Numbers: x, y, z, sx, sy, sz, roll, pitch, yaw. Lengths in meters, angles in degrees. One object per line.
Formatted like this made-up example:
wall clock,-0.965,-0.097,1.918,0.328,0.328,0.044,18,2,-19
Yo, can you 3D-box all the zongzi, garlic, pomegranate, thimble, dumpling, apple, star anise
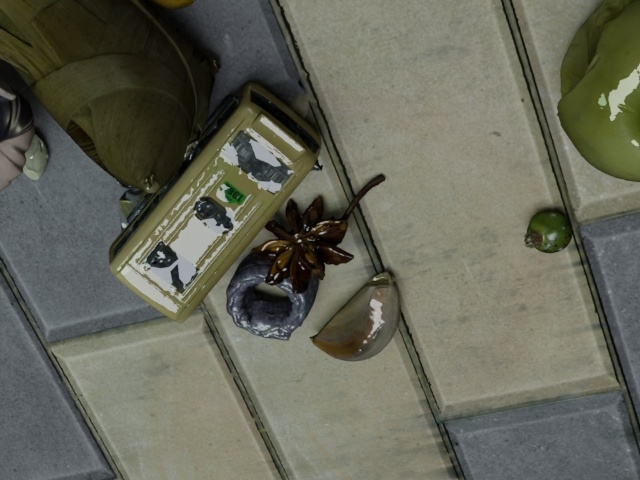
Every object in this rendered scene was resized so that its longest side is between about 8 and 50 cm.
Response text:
zongzi,-0.370,-0.284,1.605,0.500,0.467,0.218,38,99,-10
garlic,0.076,0.145,1.986,0.101,0.087,0.195,45,122,-1
pomegranate,0.359,-0.009,1.835,0.073,0.084,0.073,11,126,16
thimble,-0.083,0.090,1.975,0.150,0.098,0.150,5,120,9
dumpling,-0.487,-0.145,1.952,0.059,0.043,0.077,15,140,22
apple,0.452,-0.218,1.592,0.279,0.279,0.279,5,121,8
star anise,0.002,-0.002,1.873,0.233,0.177,0.073,-17,148,22

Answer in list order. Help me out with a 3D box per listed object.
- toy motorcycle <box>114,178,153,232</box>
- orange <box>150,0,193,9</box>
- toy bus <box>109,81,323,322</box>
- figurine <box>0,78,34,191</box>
toy motorcycle,-0.262,-0.046,1.945,0.152,0.073,0.225,-2,117,13
orange,-0.224,-0.386,1.731,0.095,0.085,0.085,40,120,-17
toy bus,-0.159,-0.060,1.801,0.177,0.202,0.365,38,97,-12
figurine,-0.599,-0.174,1.802,0.361,0.211,0.253,18,146,37
